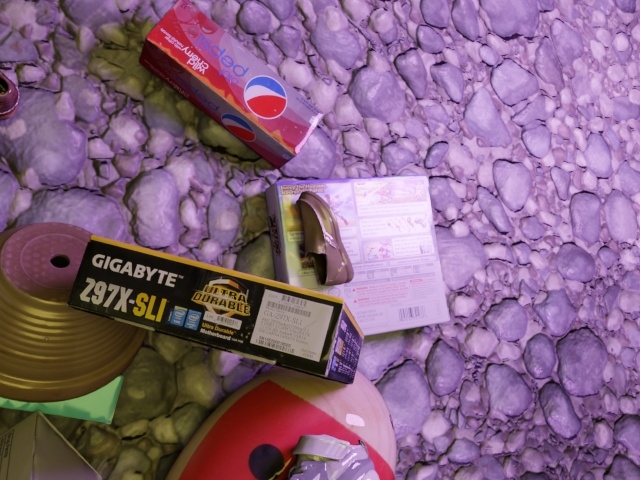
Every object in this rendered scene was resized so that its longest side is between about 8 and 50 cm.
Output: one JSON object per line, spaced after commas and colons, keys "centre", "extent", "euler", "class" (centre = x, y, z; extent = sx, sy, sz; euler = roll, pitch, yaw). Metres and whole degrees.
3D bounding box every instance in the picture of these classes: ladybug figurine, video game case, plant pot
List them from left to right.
{"centre": [-0.310, 0.056, 0.698], "extent": [0.237, 0.109, 0.237], "euler": [19, 40, -17], "class": "plant pot"}
{"centre": [-0.050, 0.363, 0.797], "extent": [0.305, 0.162, 0.449], "euler": [40, 70, -14], "class": "ladybug figurine"}
{"centre": [0.060, 0.025, 0.947], "extent": [0.270, 0.061, 0.244], "euler": [-5, 85, -24], "class": "video game case"}

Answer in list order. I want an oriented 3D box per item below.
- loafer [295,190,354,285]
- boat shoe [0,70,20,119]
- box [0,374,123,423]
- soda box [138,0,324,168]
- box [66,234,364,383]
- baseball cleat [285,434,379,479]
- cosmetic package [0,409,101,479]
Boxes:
{"centre": [0.000, 0.000, 0.860], "extent": [0.050, 0.056, 0.148], "euler": [-28, 93, -31], "class": "loafer"}
{"centre": [-0.479, -0.222, 0.746], "extent": [0.207, 0.073, 0.073], "euler": [22, 76, -18], "class": "boat shoe"}
{"centre": [-0.370, 0.164, 0.722], "extent": [0.244, 0.100, 0.060], "euler": [16, 78, -20], "class": "box"}
{"centre": [-0.130, -0.225, 0.889], "extent": [0.263, 0.083, 0.092], "euler": [37, 69, -14], "class": "soda box"}
{"centre": [-0.088, 0.094, 0.690], "extent": [0.257, 0.322, 0.079], "euler": [11, 77, 11], "class": "box"}
{"centre": [-0.032, 0.292, 0.699], "extent": [0.206, 0.072, 0.109], "euler": [-13, 73, -29], "class": "baseball cleat"}
{"centre": [-0.385, 0.338, 0.618], "extent": [0.296, 0.153, 0.129], "euler": [-34, 115, -9], "class": "cosmetic package"}
